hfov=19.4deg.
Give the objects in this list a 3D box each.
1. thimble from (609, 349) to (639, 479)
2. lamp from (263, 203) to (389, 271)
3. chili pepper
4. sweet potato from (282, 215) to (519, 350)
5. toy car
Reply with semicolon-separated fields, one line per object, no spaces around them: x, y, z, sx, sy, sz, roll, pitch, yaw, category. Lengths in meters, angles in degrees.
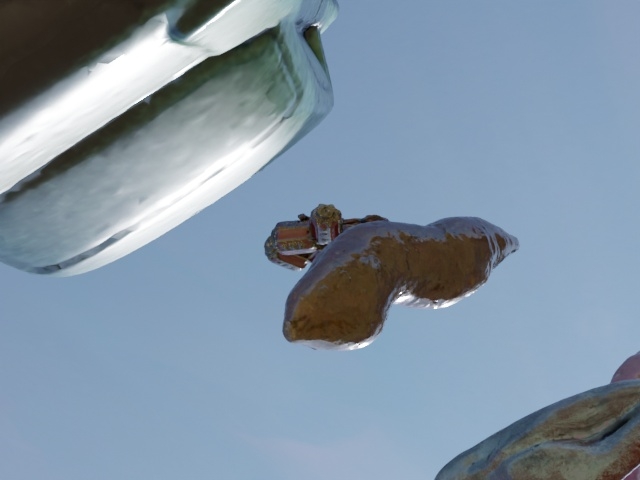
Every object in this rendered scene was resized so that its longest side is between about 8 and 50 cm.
0.306;0.183;1.532;0.163;0.125;0.189;33;-106;-45;thimble
0.000;0.000;1.227;0.063;0.083;0.031;25;-123;-32;lamp
0.105;0.099;0.836;0.153;0.041;0.050;-29;-105;9;chili pepper
0.047;0.016;1.075;0.218;0.051;0.065;-21;-93;-47;sweet potato
-0.063;-0.050;0.571;0.141;0.320;0.097;-33;-88;7;toy car
